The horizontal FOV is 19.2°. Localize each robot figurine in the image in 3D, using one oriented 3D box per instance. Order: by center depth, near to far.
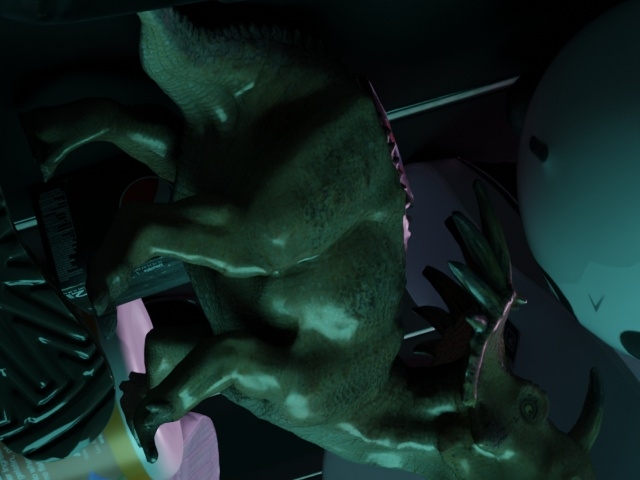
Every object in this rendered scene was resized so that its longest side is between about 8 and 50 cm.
[{"bbox_3d":[0.211,-0.034,0.848,0.278,0.173,0.209,-12,169,-45],"label":"robot figurine"}]

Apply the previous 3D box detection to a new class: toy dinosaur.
[{"bbox_3d":[0.000,0.000,0.787,0.200,0.127,0.295,-21,120,-8],"label":"toy dinosaur"}]

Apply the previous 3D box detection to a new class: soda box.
[{"bbox_3d":[-0.045,-0.019,0.887,0.169,0.053,0.060,-18,165,5],"label":"soda box"}]

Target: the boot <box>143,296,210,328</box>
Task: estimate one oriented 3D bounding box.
[{"bbox_3d":[-0.163,0.085,1.116,0.198,0.077,0.137,-21,166,-39],"label":"boot"}]

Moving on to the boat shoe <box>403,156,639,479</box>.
[{"bbox_3d":[0.142,0.057,0.935,0.105,0.306,0.113,-8,122,-23],"label":"boat shoe"}]

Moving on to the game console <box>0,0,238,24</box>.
[{"bbox_3d":[-0.083,-0.092,0.531,0.361,0.044,0.213,-13,146,-26],"label":"game console"}]

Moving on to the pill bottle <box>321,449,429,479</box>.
[{"bbox_3d":[0.101,0.203,1.599,0.161,0.161,0.283,-20,163,11],"label":"pill bottle"}]

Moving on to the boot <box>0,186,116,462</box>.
[{"bbox_3d":[-0.153,0.002,0.773,0.076,0.189,0.208,-29,-167,-6],"label":"boot"}]

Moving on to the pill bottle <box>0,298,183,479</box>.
[{"bbox_3d":[-0.192,0.100,1.020,0.216,0.121,0.121,-17,164,3],"label":"pill bottle"}]

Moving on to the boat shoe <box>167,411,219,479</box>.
[{"bbox_3d":[-0.114,0.146,1.153,0.076,0.083,0.226,-1,176,8],"label":"boat shoe"}]
